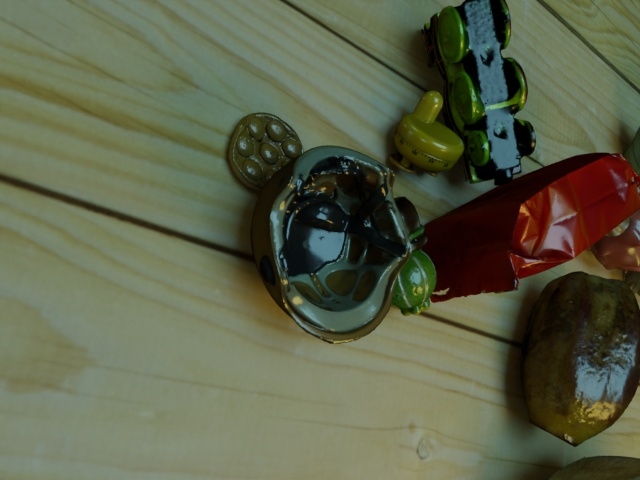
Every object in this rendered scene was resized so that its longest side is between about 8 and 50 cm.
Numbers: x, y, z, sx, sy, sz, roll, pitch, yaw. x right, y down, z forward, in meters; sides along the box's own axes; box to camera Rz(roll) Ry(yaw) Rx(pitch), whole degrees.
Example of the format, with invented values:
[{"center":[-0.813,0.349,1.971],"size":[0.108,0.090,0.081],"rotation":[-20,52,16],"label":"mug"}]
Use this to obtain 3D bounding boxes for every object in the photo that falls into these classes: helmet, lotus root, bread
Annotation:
[{"center":[0.000,0.000,0.635],"size":[0.198,0.130,0.224],"rotation":[-10,100,-31],"label":"helmet"},{"center":[0.436,0.204,0.896],"size":[0.193,0.193,0.291],"rotation":[37,62,-26],"label":"lotus root"},{"center":[-0.067,-0.109,0.666],"size":[0.110,0.024,0.110],"rotation":[4,82,-33],"label":"bread"}]

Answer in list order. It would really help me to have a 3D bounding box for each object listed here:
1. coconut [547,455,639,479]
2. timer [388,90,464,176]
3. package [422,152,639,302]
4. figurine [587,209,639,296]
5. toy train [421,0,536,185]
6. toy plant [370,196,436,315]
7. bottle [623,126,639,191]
[{"center":[0.496,0.502,0.784],"size":[0.360,0.346,0.346],"rotation":[29,68,-37],"label":"coconut"},{"center":[0.165,-0.157,0.783],"size":[0.107,0.109,0.107],"rotation":[19,33,-13],"label":"timer"},{"center":[0.335,-0.033,0.833],"size":[0.424,0.196,0.123],"rotation":[-25,93,-34],"label":"package"},{"center":[0.646,-0.002,1.065],"size":[0.387,0.166,0.207],"rotation":[35,48,-30],"label":"figurine"},{"center":[0.246,-0.232,0.821],"size":[0.100,0.160,0.296],"rotation":[-13,95,-5],"label":"toy train"},{"center":[0.110,0.025,0.731],"size":[0.093,0.093,0.162],"rotation":[-23,97,-35],"label":"toy plant"},{"center":[0.859,-0.174,1.209],"size":[0.352,0.229,0.229],"rotation":[12,77,-33],"label":"bottle"}]
